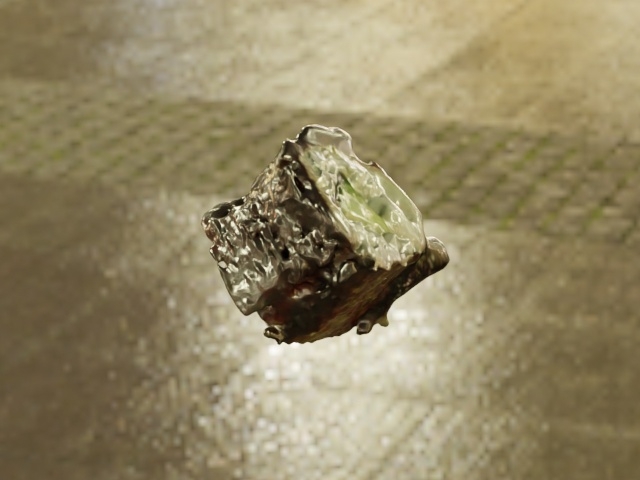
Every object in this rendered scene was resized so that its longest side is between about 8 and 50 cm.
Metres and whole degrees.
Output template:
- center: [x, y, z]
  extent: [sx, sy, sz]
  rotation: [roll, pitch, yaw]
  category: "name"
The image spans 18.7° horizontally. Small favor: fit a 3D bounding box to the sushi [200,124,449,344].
- center: [-0.001, 0.000, 0.985]
  extent: [0.094, 0.084, 0.098]
  rotation: [56, 25, 17]
  category: "sushi"
